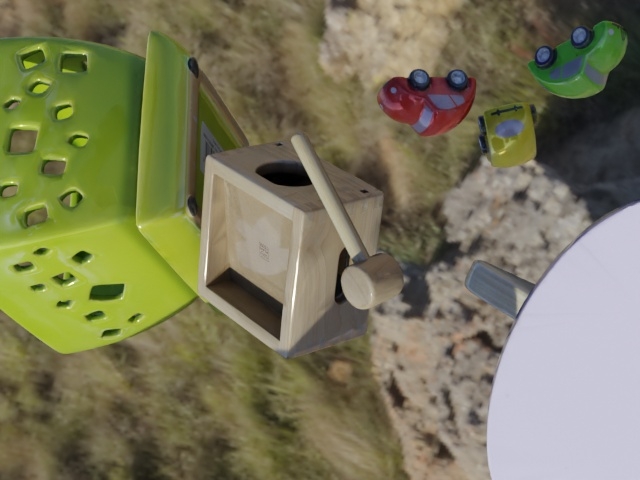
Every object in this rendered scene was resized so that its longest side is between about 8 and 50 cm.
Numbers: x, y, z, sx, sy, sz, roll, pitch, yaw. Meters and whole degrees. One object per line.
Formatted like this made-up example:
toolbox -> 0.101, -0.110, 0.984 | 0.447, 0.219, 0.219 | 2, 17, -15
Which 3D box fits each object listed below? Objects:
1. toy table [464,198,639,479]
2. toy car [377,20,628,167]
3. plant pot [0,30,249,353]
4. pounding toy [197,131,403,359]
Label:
toy table -> 0.225, 0.089, 0.925 | 0.252, 0.161, 0.274 | 36, 100, 4
toy car -> 0.206, -0.144, 1.199 | 0.225, 0.239, 0.053 | -27, 62, 34
plant pot -> -0.183, -0.048, 1.088 | 0.207, 0.228, 0.227 | -8, 62, 14
pounding toy -> 0.005, -0.006, 0.925 | 0.206, 0.094, 0.181 | 31, 125, 42
